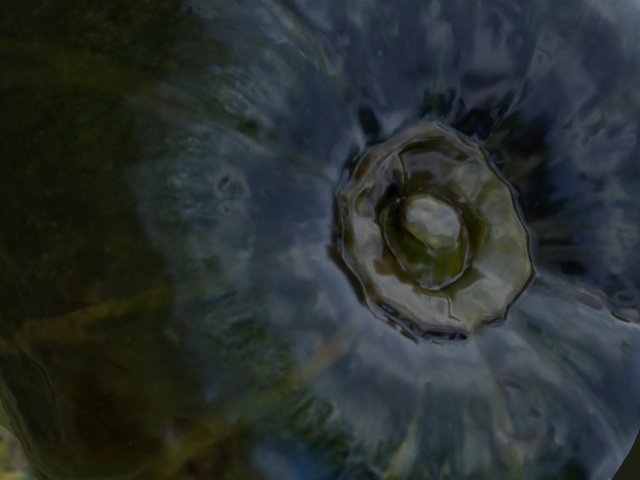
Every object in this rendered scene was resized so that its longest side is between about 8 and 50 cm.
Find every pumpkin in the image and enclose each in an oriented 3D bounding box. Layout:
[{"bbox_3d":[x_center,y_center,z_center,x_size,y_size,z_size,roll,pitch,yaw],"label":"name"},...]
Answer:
[{"bbox_3d":[-0.001,0.000,0.584,0.189,0.260,0.260,-11,-100,61],"label":"pumpkin"}]

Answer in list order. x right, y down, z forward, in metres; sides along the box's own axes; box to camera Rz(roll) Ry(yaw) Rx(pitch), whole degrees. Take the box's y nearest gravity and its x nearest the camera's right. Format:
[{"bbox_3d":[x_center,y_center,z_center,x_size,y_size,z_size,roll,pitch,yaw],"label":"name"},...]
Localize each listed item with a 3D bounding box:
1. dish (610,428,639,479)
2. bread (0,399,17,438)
[{"bbox_3d":[0.097,0.100,0.308,0.066,0.191,0.190,-22,113,-37],"label":"dish"},{"bbox_3d":[-0.165,-0.012,0.957,0.165,0.375,0.236,-48,180,-18],"label":"bread"}]
